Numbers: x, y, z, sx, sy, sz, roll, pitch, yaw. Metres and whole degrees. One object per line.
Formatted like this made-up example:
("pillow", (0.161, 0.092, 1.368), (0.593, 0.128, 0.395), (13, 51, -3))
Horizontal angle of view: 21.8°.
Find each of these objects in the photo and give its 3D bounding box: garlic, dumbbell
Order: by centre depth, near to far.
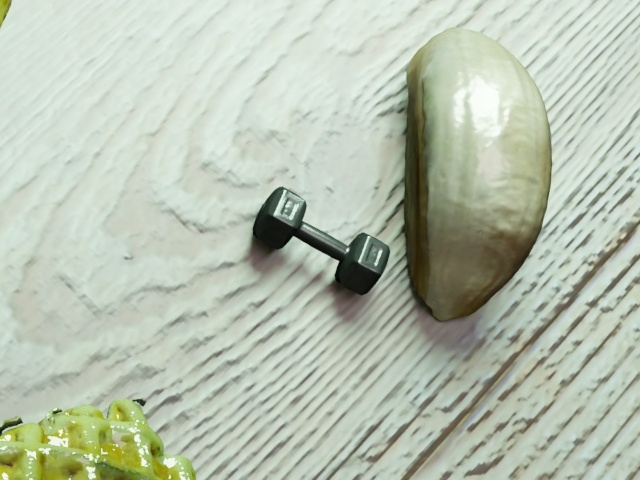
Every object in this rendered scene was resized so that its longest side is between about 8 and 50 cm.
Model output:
("dumbbell", (0.000, 0.000, 1.006), (0.083, 0.040, 0.036), (29, 92, -12))
("garlic", (0.093, -0.057, 1.032), (0.087, 0.101, 0.196), (6, 69, -21))

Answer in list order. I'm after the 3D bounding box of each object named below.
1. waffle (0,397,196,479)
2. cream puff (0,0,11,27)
("waffle", (-0.115, 0.185, 0.851), (0.214, 0.054, 0.208), (-27, 90, -51))
("cream puff", (-0.288, -0.140, 0.861), (0.244, 0.196, 0.244), (-2, 75, 6))
